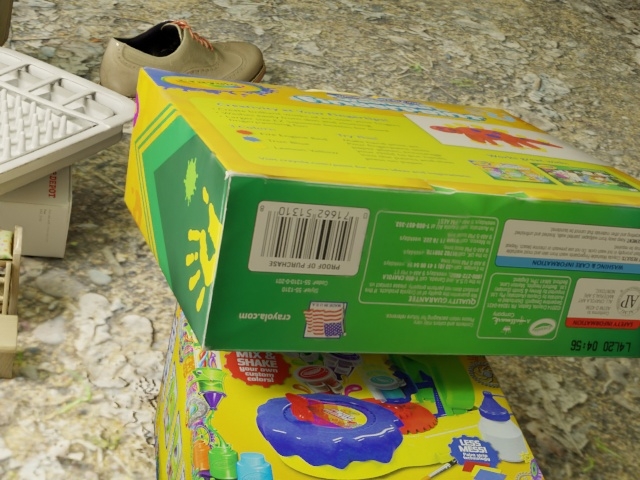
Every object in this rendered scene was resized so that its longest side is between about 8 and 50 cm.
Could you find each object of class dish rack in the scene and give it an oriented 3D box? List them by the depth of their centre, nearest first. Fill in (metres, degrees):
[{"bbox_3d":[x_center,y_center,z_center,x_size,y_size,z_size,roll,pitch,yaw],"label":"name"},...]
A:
[{"bbox_3d":[-0.416,-0.135,1.280,0.285,0.072,0.333,24,30,20],"label":"dish rack"}]

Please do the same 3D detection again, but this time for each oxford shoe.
[{"bbox_3d":[-0.208,-0.293,1.731,0.123,0.130,0.348,31,34,27],"label":"oxford shoe"}]

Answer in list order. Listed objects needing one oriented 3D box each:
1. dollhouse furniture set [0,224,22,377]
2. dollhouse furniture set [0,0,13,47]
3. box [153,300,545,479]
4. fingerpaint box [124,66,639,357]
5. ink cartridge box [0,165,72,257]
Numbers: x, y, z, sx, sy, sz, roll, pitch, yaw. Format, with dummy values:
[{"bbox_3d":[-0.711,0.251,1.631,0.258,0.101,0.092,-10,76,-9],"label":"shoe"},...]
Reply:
[{"bbox_3d":[-0.405,0.053,1.100,0.182,0.101,0.161,4,32,-17],"label":"dollhouse furniture set"},{"bbox_3d":[-0.639,-0.396,1.479,0.394,0.256,0.362,26,55,-7],"label":"dollhouse furniture set"},{"bbox_3d":[0.009,0.198,0.959,0.290,0.177,0.279,5,30,-15],"label":"box"},{"bbox_3d":[0.061,-0.031,1.055,0.445,0.163,0.371,3,20,-22],"label":"fingerpaint box"},{"bbox_3d":[-0.403,-0.052,1.296,0.191,0.082,0.139,6,30,-16],"label":"ink cartridge box"}]
